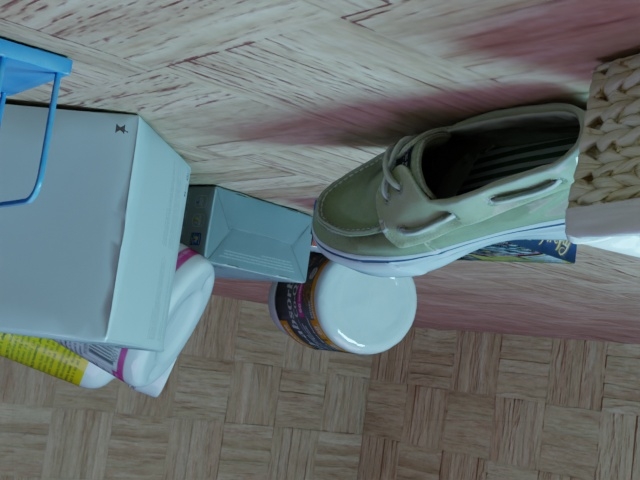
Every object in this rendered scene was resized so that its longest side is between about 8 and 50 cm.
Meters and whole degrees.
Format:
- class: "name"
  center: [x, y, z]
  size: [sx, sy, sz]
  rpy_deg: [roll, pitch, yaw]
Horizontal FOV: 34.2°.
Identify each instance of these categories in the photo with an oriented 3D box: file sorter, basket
- class: "file sorter"
  center: [-0.278, -0.089, 0.706]
  size: [0.170, 0.104, 0.118]
  rpy_deg: [12, 172, -36]
- class: "basket"
  center: [0.221, -0.044, 0.525]
  size: [0.113, 0.103, 0.167]
  rpy_deg: [11, 173, -27]

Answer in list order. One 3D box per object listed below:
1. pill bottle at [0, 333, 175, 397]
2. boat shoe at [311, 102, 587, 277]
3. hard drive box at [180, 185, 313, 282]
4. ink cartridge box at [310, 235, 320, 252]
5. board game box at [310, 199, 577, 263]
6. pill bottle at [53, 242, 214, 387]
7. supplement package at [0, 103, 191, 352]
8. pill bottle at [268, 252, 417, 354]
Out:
- class: "pill bottle"
  center: [-0.348, 0.085, 1.397]
  size: [0.334, 0.188, 0.188]
  rpy_deg: [23, 171, -8]
- class: "boat shoe"
  center: [0.094, -0.045, 0.752]
  size: [0.302, 0.109, 0.094]
  rpy_deg: [-12, 146, 44]
- class: "hard drive box"
  center: [-0.156, -0.006, 1.301]
  size: [0.232, 0.089, 0.181]
  rpy_deg: [1, 170, 39]
- class: "ink cartridge box"
  center: [0.000, 0.000, 1.430]
  size: [0.115, 0.029, 0.063]
  rpy_deg: [11, 173, -16]
- class: "board game box"
  center: [0.132, -0.011, 1.139]
  size: [0.243, 0.042, 0.165]
  rpy_deg: [1, 171, 44]
- class: "pill bottle"
  center: [-0.273, 0.027, 1.140]
  size: [0.283, 0.160, 0.160]
  rpy_deg: [29, 176, 9]
- class: "supplement package"
  center: [-0.223, -0.005, 0.953]
  size: [0.149, 0.194, 0.203]
  rpy_deg: [6, 172, 6]
- class: "pill bottle"
  center: [0.023, 0.093, 1.618]
  size: [0.162, 0.162, 0.278]
  rpy_deg: [10, 172, -21]
